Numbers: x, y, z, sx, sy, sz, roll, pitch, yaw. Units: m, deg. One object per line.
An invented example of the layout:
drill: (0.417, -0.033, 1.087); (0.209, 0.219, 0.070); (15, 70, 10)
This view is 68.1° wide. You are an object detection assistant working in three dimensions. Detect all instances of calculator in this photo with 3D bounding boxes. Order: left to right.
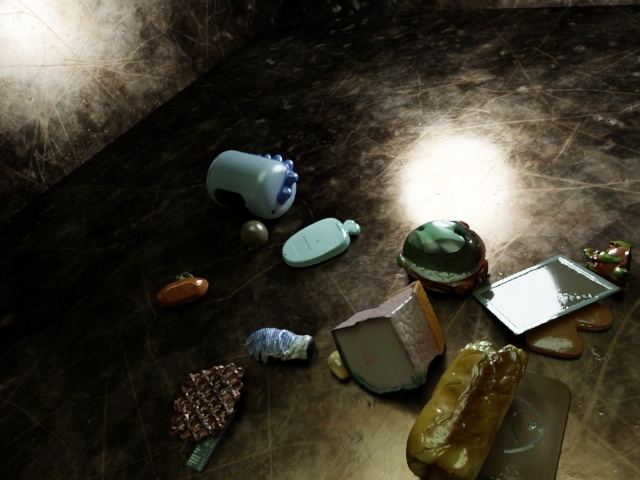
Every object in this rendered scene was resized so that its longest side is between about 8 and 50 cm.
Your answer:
calculator: (0.000, 0.000, 1.696); (0.295, 0.042, 0.184); (-25, 42, -4)

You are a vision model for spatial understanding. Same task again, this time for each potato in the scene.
potato: (0.055, 0.344, 1.310); (0.068, 0.062, 0.083); (-35, 63, 7)

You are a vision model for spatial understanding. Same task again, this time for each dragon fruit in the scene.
dragon fruit: (0.372, 0.038, 1.454); (0.268, 0.130, 0.295); (-34, 44, -7)
dragon fruit: (0.782, 0.068, 1.270); (0.175, 0.142, 0.139); (13, 81, 65)

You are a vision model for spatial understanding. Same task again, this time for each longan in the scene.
longan: (-0.250, -0.016, 1.781); (0.106, 0.106, 0.120); (4, 86, 25)

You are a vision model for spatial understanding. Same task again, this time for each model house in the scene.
model house: (0.202, 0.254, 1.263); (0.237, 0.203, 0.236); (-29, -1, -43)

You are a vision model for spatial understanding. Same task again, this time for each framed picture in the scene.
framed picture: (0.599, 0.144, 1.285); (0.295, 0.019, 0.232); (-22, 24, -2)

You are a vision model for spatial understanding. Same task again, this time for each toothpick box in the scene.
toothpick box: (-0.249, -0.228, 1.884); (0.354, 0.263, 0.263); (18, 54, 33)

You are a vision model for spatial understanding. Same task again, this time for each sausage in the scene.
sausage: (-0.485, 0.182, 1.669); (0.179, 0.089, 0.089); (-20, 42, -5)

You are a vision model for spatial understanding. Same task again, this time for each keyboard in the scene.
keyboard: (-0.294, 0.532, 1.282); (0.055, 0.014, 0.176); (6, 48, 31)

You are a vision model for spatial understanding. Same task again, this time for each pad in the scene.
pad: (0.416, 0.416, 1.114); (0.283, 0.018, 0.287); (10, 51, 31)

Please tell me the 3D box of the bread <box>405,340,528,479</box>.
bread: (0.318, 0.370, 1.050); (0.148, 0.195, 0.344); (30, 60, 19)

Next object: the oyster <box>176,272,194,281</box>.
oyster: (-0.492, 0.158, 1.748); (0.080, 0.038, 0.084); (-19, 66, 16)

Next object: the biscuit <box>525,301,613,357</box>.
biscuit: (0.640, 0.219, 1.218); (0.186, 0.036, 0.192); (12, 51, 30)

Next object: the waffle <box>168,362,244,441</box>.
waffle: (-0.320, 0.453, 1.335); (0.220, 0.056, 0.234); (-15, 35, 17)

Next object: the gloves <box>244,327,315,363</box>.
gloves: (-0.125, 0.307, 1.401); (0.228, 0.097, 0.119); (-8, 13, 21)
